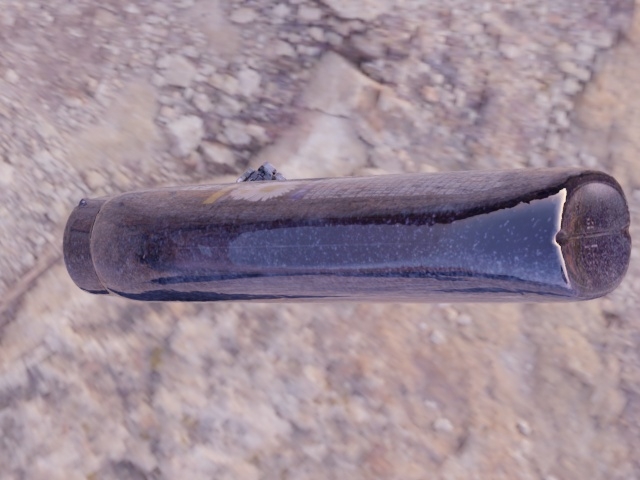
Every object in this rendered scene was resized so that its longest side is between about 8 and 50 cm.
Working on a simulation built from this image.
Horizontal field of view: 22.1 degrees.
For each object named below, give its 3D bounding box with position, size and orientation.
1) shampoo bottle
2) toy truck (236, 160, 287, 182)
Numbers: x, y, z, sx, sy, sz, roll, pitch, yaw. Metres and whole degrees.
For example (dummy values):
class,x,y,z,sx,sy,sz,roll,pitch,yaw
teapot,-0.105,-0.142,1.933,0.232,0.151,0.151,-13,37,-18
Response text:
class,x,y,z,sx,sy,sz,roll,pitch,yaw
shampoo bottle,0.000,0.000,0.642,0.087,0.233,0.049,-5,93,-58
toy truck,-0.035,-0.027,1.341,0.083,0.044,0.039,40,76,19
